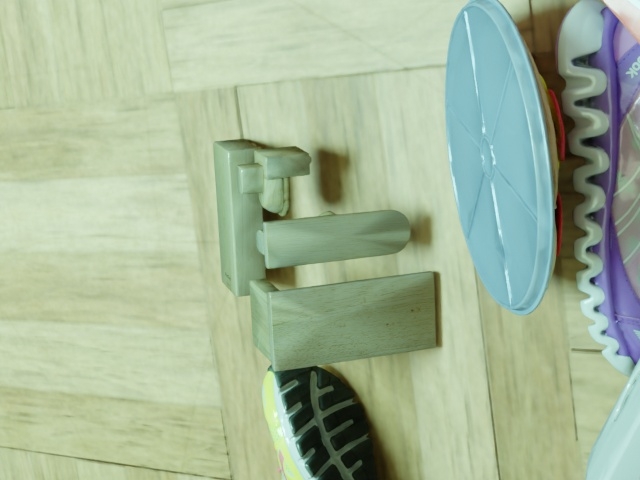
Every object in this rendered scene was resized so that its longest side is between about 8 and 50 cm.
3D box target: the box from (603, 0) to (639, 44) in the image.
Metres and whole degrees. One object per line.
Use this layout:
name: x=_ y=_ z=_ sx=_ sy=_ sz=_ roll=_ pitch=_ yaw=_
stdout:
box: x=0.229 y=-0.176 z=0.711 sx=0.300 sy=0.154 sz=0.142 roll=53 pitch=129 yaw=12

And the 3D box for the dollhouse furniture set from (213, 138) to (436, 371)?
dollhouse furniture set: x=0.000 y=0.000 z=1.021 sx=0.151 sy=0.123 sz=0.144 roll=-146 pitch=51 yaw=-68

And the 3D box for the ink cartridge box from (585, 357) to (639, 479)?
ink cartridge box: x=0.263 y=0.136 z=0.775 sx=0.191 sy=0.082 sz=0.139 roll=23 pitch=118 yaw=5

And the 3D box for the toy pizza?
toy pizza: x=0.118 y=-0.054 z=0.847 sx=0.201 sy=0.032 sz=0.201 roll=172 pitch=90 yaw=-81

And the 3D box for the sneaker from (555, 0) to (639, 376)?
sneaker: x=0.207 y=-0.030 z=0.813 sx=0.104 sy=0.095 sz=0.236 roll=-3 pitch=103 yaw=24

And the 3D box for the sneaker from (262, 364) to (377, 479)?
sneaker: x=-0.003 y=0.193 z=1.043 sx=0.094 sy=0.081 sz=0.208 roll=-25 pitch=87 yaw=42
